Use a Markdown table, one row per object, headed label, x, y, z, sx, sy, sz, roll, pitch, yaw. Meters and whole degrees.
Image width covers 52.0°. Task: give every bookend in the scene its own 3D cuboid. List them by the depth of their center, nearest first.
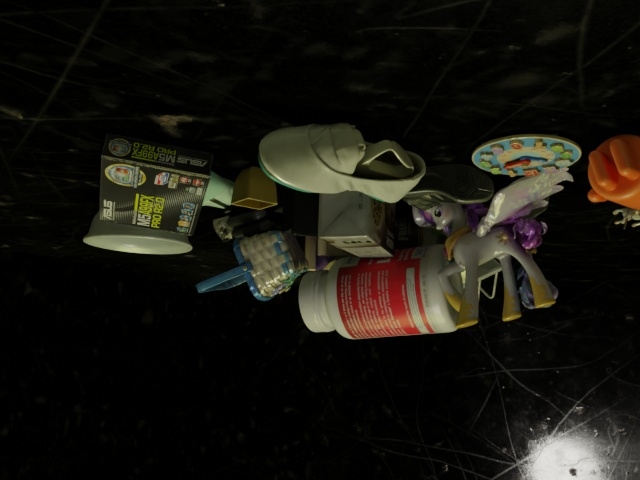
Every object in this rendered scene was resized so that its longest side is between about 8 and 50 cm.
| label | x | y | z | sx | sy | sz | roll | pitch | yaw |
| --- | --- | --- | --- | --- | --- | --- | --- | --- | --- |
| bookend | -0.056 | -0.075 | 1.549 | 0.072 | 0.157 | 0.156 | 7 | 168 | -23 |

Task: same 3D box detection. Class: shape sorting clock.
| label | x | y | z | sx | sy | sz | roll | pitch | yaw |
| --- | --- | --- | --- | --- | --- | --- | --- | --- | --- |
| shape sorting clock | 0.404 | -0.164 | 1.293 | 0.206 | 0.040 | 0.206 | 1 | 170 | 0 |

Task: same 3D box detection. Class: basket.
| label | x | y | z | sx | sy | sz | roll | pitch | yaw |
| --- | --- | --- | --- | --- | --- | --- | --- | --- | --- |
| basket | -0.199 | 0.085 | 1.927 | 0.288 | 0.201 | 0.255 | -20 | 176 | 13 |

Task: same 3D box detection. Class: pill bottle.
| label | x | y | z | sx | sy | sz | roll | pitch | yaw |
| --- | --- | --- | --- | --- | --- | --- | --- | --- | --- |
| pill bottle | 0.160 | 0.145 | 1.757 | 0.407 | 0.229 | 0.229 | -8 | 166 | 25 |

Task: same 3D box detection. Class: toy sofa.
| label | x | y | z | sx | sy | sz | roll | pitch | yaw |
| --- | --- | --- | --- | --- | --- | --- | --- | --- | --- |
| toy sofa | 0.000 | 0.000 | 1.983 | 0.177 | 0.150 | 0.362 | 2 | 170 | -8 |

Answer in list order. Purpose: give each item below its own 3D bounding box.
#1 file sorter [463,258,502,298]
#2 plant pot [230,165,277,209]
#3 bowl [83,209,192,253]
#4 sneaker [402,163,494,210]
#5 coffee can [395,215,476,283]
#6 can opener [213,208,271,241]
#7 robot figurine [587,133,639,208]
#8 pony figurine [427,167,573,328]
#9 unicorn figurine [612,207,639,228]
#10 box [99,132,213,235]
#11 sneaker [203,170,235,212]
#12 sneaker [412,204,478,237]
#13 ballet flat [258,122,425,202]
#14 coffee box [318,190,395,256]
| label | x | y | z | sx | sy | sz | roll | pitch | yaw |
| --- | --- | --- | --- | --- | --- | --- | --- | --- | --- |
| file sorter | 0.395 | 0.132 | 2.076 | 0.277 | 0.193 | 0.173 | -22 | 136 | -16 |
| plant pot | -0.150 | -0.123 | 1.504 | 0.081 | 0.083 | 0.081 | 10 | 167 | -36 |
| bowl | -0.508 | -0.049 | 1.849 | 0.297 | 0.134 | 0.298 | 2 | 171 | 0 |
| sneaker | 0.273 | -0.117 | 1.466 | 0.227 | 0.087 | 0.130 | 2 | 172 | 18 |
| coffee can | 0.307 | 0.027 | 1.927 | 0.275 | 0.202 | 0.201 | 1 | 170 | 6 |
| can opener | -0.233 | -0.055 | 2.010 | 0.095 | 0.076 | 0.283 | -31 | -167 | -39 |
| robot figurine | 0.592 | -0.125 | 1.234 | 0.219 | 0.158 | 0.128 | 10 | -158 | -38 |
| pony figurine | 0.411 | -0.003 | 1.527 | 0.350 | 0.364 | 0.303 | -14 | 161 | 3 |
| unicorn figurine | 0.836 | -0.065 | 1.750 | 0.161 | 0.060 | 0.111 | -13 | 172 | -12 |
| box | -0.361 | -0.111 | 1.416 | 0.216 | 0.060 | 0.270 | 10 | 150 | -15 |
| sneaker | -0.315 | -0.103 | 1.598 | 0.255 | 0.094 | 0.151 | -10 | 158 | 40 |
| sneaker | 0.352 | -0.067 | 1.725 | 0.236 | 0.095 | 0.104 | 12 | 158 | -40 |
| ballet flat | 0.060 | -0.157 | 1.226 | 0.139 | 0.139 | 0.400 | -7 | 171 | 41 |
| coffee box | 0.094 | -0.062 | 1.567 | 0.118 | 0.168 | 0.297 | -1 | 169 | 18 |
